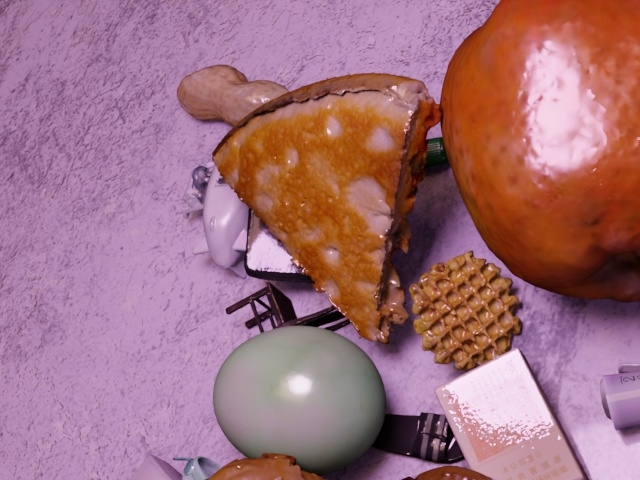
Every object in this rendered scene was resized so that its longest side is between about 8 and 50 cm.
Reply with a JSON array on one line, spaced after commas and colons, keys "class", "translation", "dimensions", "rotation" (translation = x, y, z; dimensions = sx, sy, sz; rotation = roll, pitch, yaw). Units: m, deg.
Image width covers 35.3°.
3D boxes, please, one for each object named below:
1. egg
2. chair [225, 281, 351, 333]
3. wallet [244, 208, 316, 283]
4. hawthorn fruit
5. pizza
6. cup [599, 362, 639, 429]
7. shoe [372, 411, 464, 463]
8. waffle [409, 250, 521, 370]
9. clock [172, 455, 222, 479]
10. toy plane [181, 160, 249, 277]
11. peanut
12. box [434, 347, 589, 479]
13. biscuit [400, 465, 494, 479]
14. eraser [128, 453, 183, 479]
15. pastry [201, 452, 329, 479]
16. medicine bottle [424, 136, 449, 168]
[{"class": "egg", "translation": [-0.034, 0.236, 1.487], "dimensions": [0.270, 0.220, 0.220], "rotation": [-3, 62, 29]}, {"class": "chair", "translation": [-0.036, 0.113, 1.646], "dimensions": [0.213, 0.084, 0.101], "rotation": [-30, 58, 10]}, {"class": "wallet", "translation": [0.000, 0.000, 1.656], "dimensions": [0.250, 0.044, 0.149], "rotation": [5, 74, 3]}, {"class": "hawthorn fruit", "translation": [0.394, -0.134, 1.361], "dimensions": [0.472, 0.472, 0.471], "rotation": [-13, 58, 22]}, {"class": "pizza", "translation": [0.036, -0.041, 1.534], "dimensions": [0.440, 0.130, 0.405], "rotation": [-10, 98, 44]}, {"class": "cup", "translation": [0.439, 0.200, 1.361], "dimensions": [0.116, 0.074, 0.104], "rotation": [-15, 29, 16]}, {"class": "shoe", "translation": [0.141, 0.284, 1.476], "dimensions": [0.179, 0.049, 0.071], "rotation": [0, 65, 28]}, {"class": "waffle", "translation": [0.215, 0.106, 1.478], "dimensions": [0.038, 0.191, 0.191], "rotation": [-36, 37, 61]}, {"class": "clock", "translation": [-0.172, 0.377, 1.562], "dimensions": [0.041, 0.101, 0.135], "rotation": [-52, 48, 4]}, {"class": "toy plane", "translation": [-0.141, -0.073, 1.778], "dimensions": [0.267, 0.122, 0.266], "rotation": [-15, 57, 25]}, {"class": "peanut", "translation": [-0.165, -0.270, 1.915], "dimensions": [0.263, 0.101, 0.117], "rotation": [21, 95, 34]}, {"class": "box", "translation": [0.262, 0.269, 1.393], "dimensions": [0.141, 0.058, 0.201], "rotation": [-28, 64, 12]}, {"class": "biscuit", "translation": [0.171, 0.443, 1.317], "dimensions": [0.296, 0.075, 0.295], "rotation": [-10, 73, 32]}, {"class": "eraser", "translation": [-0.292, 0.491, 1.565], "dimensions": [0.174, 0.095, 0.270], "rotation": [33, 81, 40]}, {"class": "pastry", "translation": [-0.101, 0.439, 1.393], "dimensions": [0.311, 0.255, 0.162], "rotation": [-38, 19, 23]}, {"class": "medicine bottle", "translation": [0.093, -0.131, 1.722], "dimensions": [0.261, 0.064, 0.094], "rotation": [-10, 61, 23]}]
